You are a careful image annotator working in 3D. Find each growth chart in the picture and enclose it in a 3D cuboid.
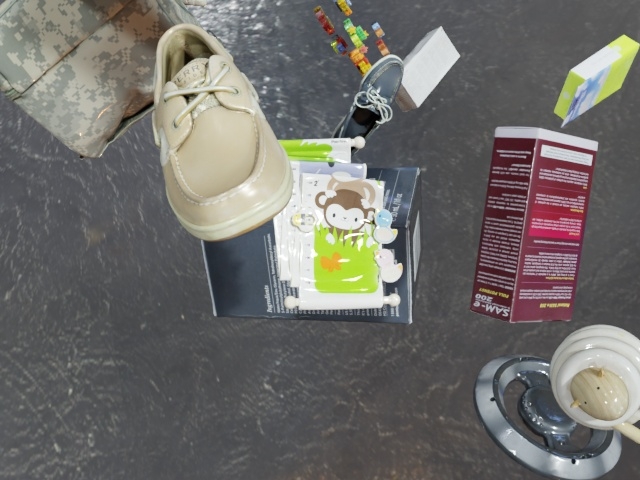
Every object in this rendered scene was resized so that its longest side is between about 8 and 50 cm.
[{"bbox_3d":[0.014,-0.023,0.911,0.171,0.021,0.237,-9,84,-12],"label":"growth chart"}]

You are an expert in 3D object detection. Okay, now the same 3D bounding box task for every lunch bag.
[{"bbox_3d":[-0.338,-0.296,1.095,0.305,0.213,0.256,-34,115,12],"label":"lunch bag"}]

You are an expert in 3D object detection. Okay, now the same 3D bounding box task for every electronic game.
[{"bbox_3d":[0.340,0.261,1.074,0.229,0.229,0.048,1,130,-19],"label":"electronic game"}]

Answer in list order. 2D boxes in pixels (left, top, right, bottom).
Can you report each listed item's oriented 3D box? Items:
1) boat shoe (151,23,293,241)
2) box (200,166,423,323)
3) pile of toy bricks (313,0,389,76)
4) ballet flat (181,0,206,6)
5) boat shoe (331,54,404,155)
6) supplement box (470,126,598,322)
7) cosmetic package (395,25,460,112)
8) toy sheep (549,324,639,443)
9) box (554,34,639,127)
[{"bbox_3d":[-0.102,-0.108,0.629,0.109,0.302,0.098,-23,127,0],"label":"boat shoe"},{"bbox_3d":[0.000,0.000,1.445,0.395,0.293,0.212,0,117,12],"label":"box"},{"bbox_3d":[0.084,-0.472,1.670,0.118,0.105,0.212,-33,126,16],"label":"pile of toy bricks"},{"bbox_3d":[-0.261,-0.594,1.680,0.221,0.077,0.079,-23,70,-10],"label":"ballet flat"},{"bbox_3d":[0.110,-0.299,1.613,0.095,0.079,0.254,32,106,-21],"label":"boat shoe"},{"bbox_3d":[0.276,-0.018,0.922,0.130,0.073,0.240,4,95,-37],"label":"supplement box"},{"bbox_3d":[0.263,-0.444,1.846,0.099,0.060,0.239,53,57,-21],"label":"cosmetic package"},{"bbox_3d":[0.233,0.111,0.583,0.091,0.132,0.091,3,99,19],"label":"toy sheep"},{"bbox_3d":[0.508,-0.296,1.331,0.178,0.042,0.109,-33,151,-21],"label":"box"}]
